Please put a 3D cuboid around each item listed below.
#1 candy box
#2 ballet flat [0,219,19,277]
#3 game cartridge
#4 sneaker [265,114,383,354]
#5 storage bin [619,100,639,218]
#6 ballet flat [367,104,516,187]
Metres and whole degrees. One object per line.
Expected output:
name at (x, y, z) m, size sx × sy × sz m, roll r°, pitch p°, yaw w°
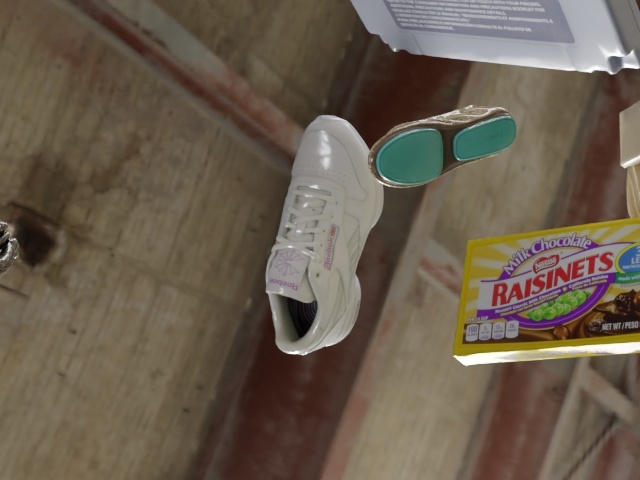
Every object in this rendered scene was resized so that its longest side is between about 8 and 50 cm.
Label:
candy box at (0.200, 0.037, 0.884) m, size 0.027 × 0.206 × 0.105 m, roll 39°, pitch -127°, yaw -42°
ballet flat at (-0.340, -0.044, 1.113) m, size 0.058 × 0.250 × 0.084 m, roll -18°, pitch -48°, yaw -16°
game cartridge at (0.131, -0.239, 1.013) m, size 0.060 × 0.294 × 0.196 m, roll -58°, pitch -45°, yaw -18°
sneaker at (0.000, 0.000, 1.432) m, size 0.152 × 0.114 × 0.305 m, roll -23°, pitch -61°, yaw -63°
storage bin at (0.395, -0.070, 0.870) m, size 0.262 × 0.260 × 0.123 m, roll 137°, pitch 135°, yaw -80°
ballet flat at (0.122, -0.106, 1.270) m, size 0.206 × 0.067 × 0.073 m, roll -13°, pitch -66°, yaw -32°
